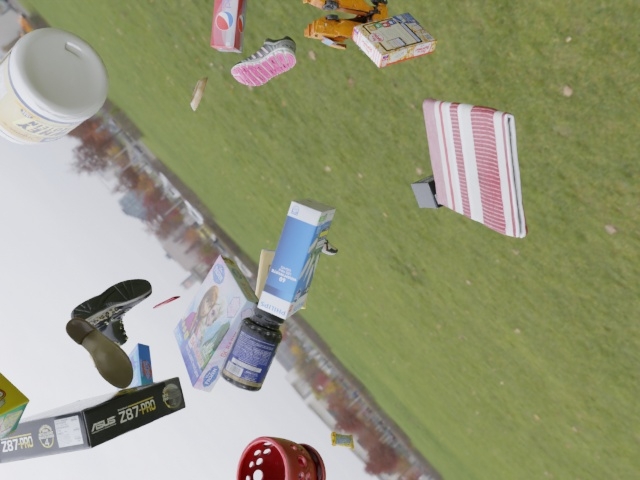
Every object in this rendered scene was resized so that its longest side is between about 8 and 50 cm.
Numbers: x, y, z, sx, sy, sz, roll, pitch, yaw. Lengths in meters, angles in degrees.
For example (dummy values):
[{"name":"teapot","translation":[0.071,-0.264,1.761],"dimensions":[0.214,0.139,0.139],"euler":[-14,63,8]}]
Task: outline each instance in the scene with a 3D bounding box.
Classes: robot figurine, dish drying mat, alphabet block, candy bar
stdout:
[{"name":"robot figurine","translation":[0.089,-0.660,1.847],"dimensions":[0.085,0.291,0.211],"euler":[-3,89,56]},{"name":"dish drying mat","translation":[-0.444,0.177,1.791],"dimensions":[0.032,0.083,0.008],"euler":[-1,-113,-64]},{"name":"alphabet block","translation":[-0.142,0.149,2.335],"dimensions":[0.194,0.197,0.192],"euler":[8,172,-4]},{"name":"candy bar","translation":[0.059,0.539,1.672],"dimensions":[0.161,0.018,0.040],"euler":[43,-142,-60]}]

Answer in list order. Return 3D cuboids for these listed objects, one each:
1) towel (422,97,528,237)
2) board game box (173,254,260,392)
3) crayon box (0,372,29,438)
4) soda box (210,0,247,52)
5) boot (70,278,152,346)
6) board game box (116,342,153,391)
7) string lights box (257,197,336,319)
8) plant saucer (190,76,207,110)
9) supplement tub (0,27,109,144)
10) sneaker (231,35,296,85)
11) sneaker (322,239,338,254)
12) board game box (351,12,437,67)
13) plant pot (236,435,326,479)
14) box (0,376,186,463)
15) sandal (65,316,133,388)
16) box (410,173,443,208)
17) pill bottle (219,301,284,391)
[{"name":"towel","translation":[0.297,-0.153,1.218],"dimensions":[0.329,0.037,0.237],"euler":[-134,29,-68]},{"name":"board game box","translation":[-0.328,0.249,1.933],"dimensions":[0.066,0.318,0.318],"euler":[27,-170,-32]},{"name":"crayon box","translation":[-0.819,0.309,1.197],"dimensions":[0.313,0.106,0.363],"euler":[38,-162,12]},{"name":"soda box","translation":[-0.308,-0.785,2.122],"dimensions":[0.092,0.263,0.083],"euler":[7,-174,14]},{"name":"boot","translation":[-0.594,0.222,1.839],"dimensions":[0.085,0.236,0.178],"euler":[50,159,40]},{"name":"board game box","translation":[-0.600,0.463,2.002],"dimensions":[0.047,0.160,0.210],"euler":[24,-152,-35]},{"name":"string lights box","translation":[-0.054,0.038,1.434],"dimensions":[0.077,0.259,0.133],"euler":[21,-167,13]},{"name":"plant saucer","translation":[-0.281,-0.338,1.423],"dimensions":[0.015,0.083,0.083],"euler":[20,-177,-20]},{"name":"supplement tub","translation":[-0.699,-0.372,1.560],"dimensions":[0.316,0.228,0.228],"euler":[-12,125,47]},{"name":"sneaker","translation":[-0.116,-0.384,1.318],"dimensions":[0.170,0.074,0.063],"euler":[-11,141,37]},{"name":"sneaker","translation":[0.000,0.000,1.540],"dimensions":[0.109,0.043,0.040],"euler":[28,-169,-18]},{"name":"board game box","translation":[0.210,-0.574,1.768],"dimensions":[0.146,0.194,0.045],"euler":[56,154,29]},{"name":"plant pot","translation":[-0.097,0.609,1.608],"dimensions":[0.174,0.191,0.191],"euler":[23,-166,-48]},{"name":"box","translation":[-0.586,0.448,1.540],"dimensions":[0.318,0.395,0.097],"euler":[-2,-105,-61]},{"name":"sandal","translation":[-0.603,0.304,1.719],"dimensions":[0.240,0.088,0.079],"euler":[48,167,-7]},{"name":"box","translation":[0.473,-0.205,2.168],"dimensions":[0.184,0.261,0.103],"euler":[-170,57,-80]},{"name":"pill bottle","translation":[-0.177,0.284,1.674],"dimensions":[0.123,0.219,0.123],"euler":[23,180,0]}]
